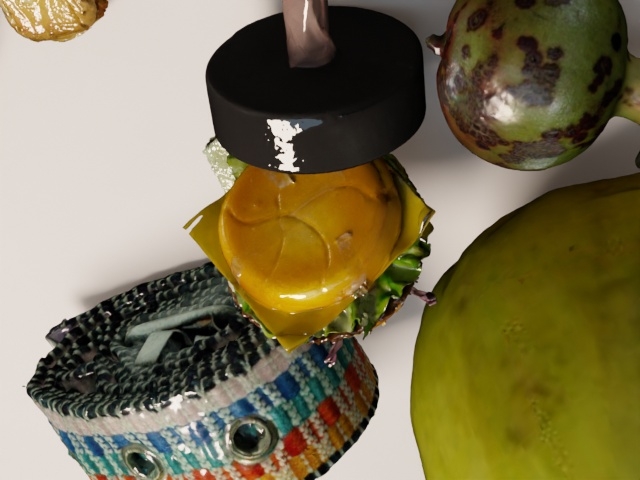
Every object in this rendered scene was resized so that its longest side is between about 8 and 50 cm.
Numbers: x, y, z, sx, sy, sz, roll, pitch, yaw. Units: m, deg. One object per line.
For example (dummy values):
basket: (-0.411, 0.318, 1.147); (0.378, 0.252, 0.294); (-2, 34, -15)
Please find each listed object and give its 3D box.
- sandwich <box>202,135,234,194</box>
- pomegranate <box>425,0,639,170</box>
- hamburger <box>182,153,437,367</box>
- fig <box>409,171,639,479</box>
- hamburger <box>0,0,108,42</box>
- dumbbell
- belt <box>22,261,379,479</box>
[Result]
sandwich: (-0.043, -0.075, 1.020); (0.093, 0.035, 0.104); (16, 129, 6)
pomegranate: (0.157, -0.111, 0.872); (0.169, 0.148, 0.148); (24, 131, -18)
hamburger: (0.000, -0.004, 0.945); (0.164, 0.189, 0.093); (-33, 152, 6)
fig: (0.215, 0.133, 0.907); (0.343, 0.343, 0.343); (8, 129, 11)
hamburger: (-0.200, -0.183, 0.977); (0.083, 0.044, 0.076); (-11, 121, 22)
dumbbell: (-0.010, -0.169, 0.861); (0.153, 0.152, 0.218); (4, 128, 14)
belt: (-0.098, 0.133, 1.090); (0.295, 0.206, 0.160); (-18, 118, 27)
